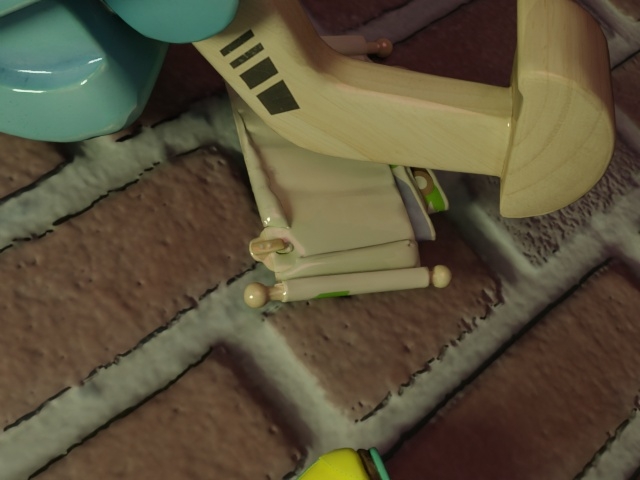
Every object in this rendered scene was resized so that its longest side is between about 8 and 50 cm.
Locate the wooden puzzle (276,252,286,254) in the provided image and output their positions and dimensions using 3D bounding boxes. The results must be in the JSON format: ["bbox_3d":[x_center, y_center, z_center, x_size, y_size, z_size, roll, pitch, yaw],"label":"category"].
[{"bbox_3d":[0.000,0.000,0.604,0.083,0.006,0.049,-20,71,-31],"label":"wooden puzzle"}]

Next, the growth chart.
[{"bbox_3d":[0.013,-0.061,0.629,0.172,0.021,0.237,1,58,-22],"label":"growth chart"}]

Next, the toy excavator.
[{"bbox_3d":[-0.086,-0.153,0.525,0.445,0.432,0.222,51,37,-44],"label":"toy excavator"}]

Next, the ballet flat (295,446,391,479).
[{"bbox_3d":[0.044,0.221,0.462,0.077,0.077,0.231,-25,69,-10],"label":"ballet flat"}]
